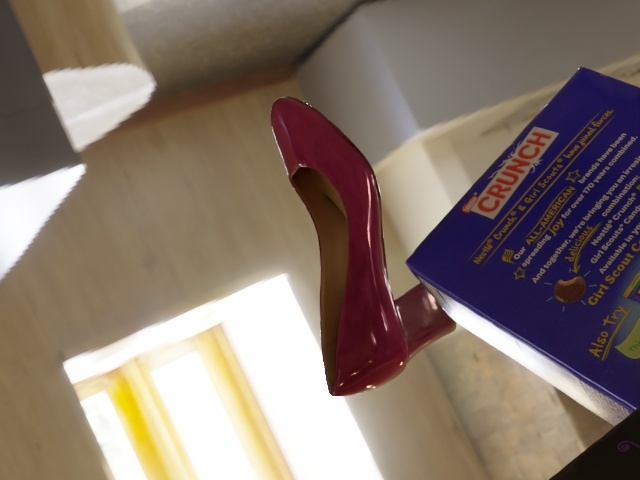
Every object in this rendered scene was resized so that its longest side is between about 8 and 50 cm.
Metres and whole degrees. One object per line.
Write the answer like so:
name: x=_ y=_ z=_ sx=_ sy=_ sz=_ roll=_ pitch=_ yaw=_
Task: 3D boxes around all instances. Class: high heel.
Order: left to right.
high heel: x=0.000 y=0.000 z=1.378 sx=0.181 sy=0.377 sz=0.127 roll=-29 pitch=165 yaw=-23

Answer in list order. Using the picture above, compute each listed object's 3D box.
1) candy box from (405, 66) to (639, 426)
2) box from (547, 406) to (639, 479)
candy box: x=0.281 y=0.015 z=0.985 sx=0.268 sy=0.317 sz=0.122 roll=-48 pitch=137 yaw=-9
box: x=0.211 y=0.210 z=0.650 sx=0.270 sy=0.165 sz=0.143 roll=-34 pitch=-147 yaw=-16
